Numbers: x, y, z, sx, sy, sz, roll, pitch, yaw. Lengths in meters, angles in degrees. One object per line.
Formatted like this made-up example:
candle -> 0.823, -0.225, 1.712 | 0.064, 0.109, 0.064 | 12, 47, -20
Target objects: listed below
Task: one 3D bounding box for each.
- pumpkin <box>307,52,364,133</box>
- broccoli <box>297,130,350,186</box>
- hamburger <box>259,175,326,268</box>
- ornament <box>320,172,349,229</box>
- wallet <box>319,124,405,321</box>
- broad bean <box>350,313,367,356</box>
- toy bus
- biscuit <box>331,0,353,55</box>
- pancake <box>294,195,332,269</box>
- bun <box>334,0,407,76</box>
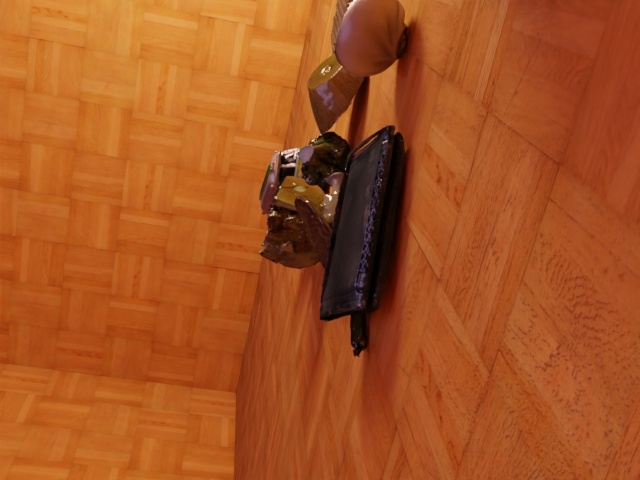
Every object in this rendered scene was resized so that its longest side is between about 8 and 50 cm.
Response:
pumpkin -> 0.029, -0.389, 1.934 | 0.217, 0.110, 0.217 | -48, 14, 16
broccoli -> 0.013, -0.210, 1.959 | 0.162, 0.138, 0.146 | 1, 86, 43
hamburger -> -0.057, -0.044, 2.068 | 0.288, 0.192, 0.168 | -72, 6, -63
ornament -> 0.037, -0.081, 1.819 | 0.075, 0.081, 0.156 | -34, 40, 50
wallet -> 0.080, -0.022, 1.440 | 0.237, 0.075, 0.342 | 153, 129, -67
broad bean -> 0.078, 0.120, 1.485 | 0.069, 0.039, 0.227 | 103, 172, -64
toy bus -> -0.083, -0.170, 2.325 | 0.305, 0.179, 0.143 | 124, 154, -69
biscuit -> 0.085, -0.589, 2.012 | 0.259, 0.079, 0.259 | -171, 90, -81
pancake -> 0.000, 0.000, 1.789 | 0.212, 0.029, 0.235 | 53, 165, 38
bun -> 0.112, -0.405, 1.523 | 0.173, 0.120, 0.173 | -53, -18, -26
